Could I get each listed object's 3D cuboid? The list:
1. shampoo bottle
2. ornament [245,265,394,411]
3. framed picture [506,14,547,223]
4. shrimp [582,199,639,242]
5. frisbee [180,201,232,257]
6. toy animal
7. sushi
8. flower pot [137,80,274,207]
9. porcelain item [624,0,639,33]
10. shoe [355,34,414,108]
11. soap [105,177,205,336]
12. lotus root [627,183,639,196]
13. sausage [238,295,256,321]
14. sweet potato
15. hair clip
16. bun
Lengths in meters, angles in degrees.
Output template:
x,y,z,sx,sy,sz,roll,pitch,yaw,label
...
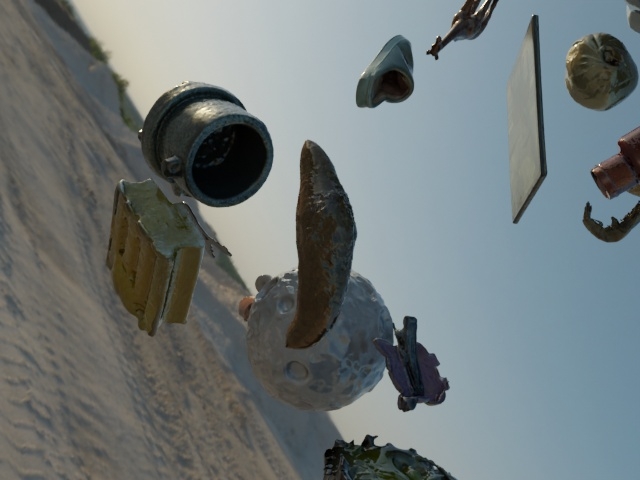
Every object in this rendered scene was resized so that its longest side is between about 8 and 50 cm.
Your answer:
x,y,z,sx,sy,sz,roll,pitch,yaw,label
0.558,-0.155,1.054,0.102,0.260,0.064,62,14,16,shampoo bottle
0.006,0.211,1.494,0.337,0.337,0.337,57,-8,12,ornament
0.414,-0.236,1.364,0.265,0.016,0.346,78,13,-72,framed picture
0.832,-0.080,1.906,0.148,0.035,0.195,38,-48,7,shrimp
-0.297,-0.001,1.827,0.187,0.012,0.211,33,-27,36,frisbee
0.325,-0.492,1.524,0.066,0.229,0.224,37,8,12,toy animal
0.104,0.531,1.175,0.300,0.294,0.281,18,7,-15,sushi
-0.291,-0.225,1.639,0.283,0.299,0.299,41,-17,42,flower pot
0.741,-0.639,1.419,0.405,0.243,0.178,60,14,-48,porcelain item
0.157,-0.350,1.429,0.100,0.251,0.103,26,-43,13,shoe
-0.389,0.036,1.539,0.259,0.143,0.281,50,-40,25,soap
0.875,-0.163,1.659,0.284,0.146,0.160,21,-7,30,lotus root
-0.178,0.202,1.930,0.087,0.079,0.327,60,-19,-10,sausage
0.003,0.002,1.052,0.114,0.092,0.341,-3,-98,42,sweet potato
0.182,0.241,1.305,0.056,0.146,0.187,-38,-125,44,hair clip
0.625,-0.381,1.485,0.173,0.167,0.113,50,-8,4,bun
